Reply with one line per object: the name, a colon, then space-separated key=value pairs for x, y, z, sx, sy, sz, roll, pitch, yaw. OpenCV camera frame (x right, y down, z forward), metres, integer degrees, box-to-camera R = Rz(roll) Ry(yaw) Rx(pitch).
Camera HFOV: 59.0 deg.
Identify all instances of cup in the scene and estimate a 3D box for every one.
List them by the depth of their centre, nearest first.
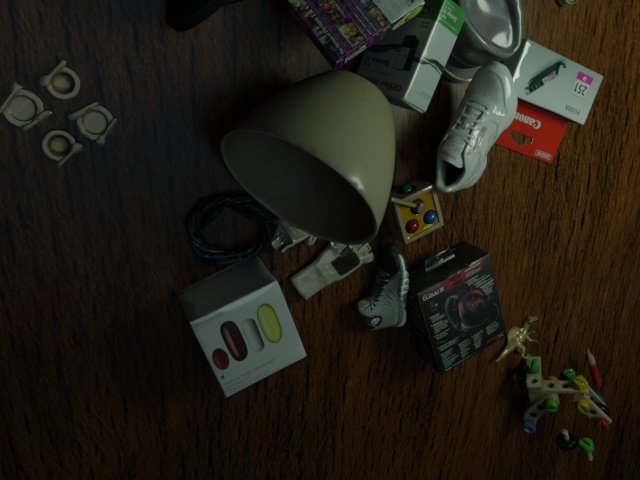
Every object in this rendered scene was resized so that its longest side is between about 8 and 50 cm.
cup: x=0.012 y=-0.181 z=1.080 sx=0.331 sy=0.331 sz=0.237 roll=43 pitch=67 yaw=-30

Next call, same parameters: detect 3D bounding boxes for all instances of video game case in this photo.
video game case: x=0.042 y=-0.465 z=1.051 sx=0.210 sy=0.042 sz=0.232 roll=-37 pitch=85 yaw=-9

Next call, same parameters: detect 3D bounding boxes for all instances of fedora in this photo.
fedora: x=0.344 y=-0.468 z=1.206 sx=0.244 sy=0.124 sz=0.275 roll=-41 pitch=120 yaw=-5

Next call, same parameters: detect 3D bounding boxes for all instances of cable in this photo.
cable: x=-0.181 y=-0.025 z=1.180 sx=0.185 sy=0.047 sz=0.150 roll=-11 pitch=106 yaw=-12

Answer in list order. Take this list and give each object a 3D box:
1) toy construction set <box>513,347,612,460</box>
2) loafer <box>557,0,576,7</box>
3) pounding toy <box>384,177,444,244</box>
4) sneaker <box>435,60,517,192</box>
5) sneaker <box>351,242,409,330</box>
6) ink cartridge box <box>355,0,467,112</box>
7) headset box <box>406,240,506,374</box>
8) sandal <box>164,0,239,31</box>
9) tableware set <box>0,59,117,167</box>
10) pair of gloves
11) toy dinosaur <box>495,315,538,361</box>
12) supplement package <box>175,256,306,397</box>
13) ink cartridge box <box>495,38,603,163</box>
toy construction set: x=0.711 y=0.419 z=1.657 sx=0.309 sy=0.257 sz=0.237 roll=-36 pitch=113 yaw=-33
loafer: x=0.567 y=-0.609 z=1.297 sx=0.056 sy=0.050 sz=0.148 roll=-30 pitch=118 yaw=-11
pounding toy: x=0.206 y=-0.074 z=1.302 sx=0.130 sy=0.100 sz=0.141 roll=-27 pitch=117 yaw=-14
sneaker: x=0.335 y=-0.235 z=1.241 sx=0.152 sy=0.114 sz=0.305 roll=-27 pitch=138 yaw=-48
sneaker: x=0.137 y=0.123 z=1.355 sx=0.132 sy=0.086 sz=0.228 roll=-14 pitch=115 yaw=-17
ink cartridge box: x=0.174 y=-0.380 z=1.137 sx=0.087 sy=0.153 sz=0.208 roll=11 pitch=104 yaw=-47
headset box: x=0.333 y=0.158 z=1.438 sx=0.218 sy=0.110 sz=0.293 roll=-28 pitch=118 yaw=-13
sandal: x=-0.100 y=-0.527 z=0.972 sx=0.445 sy=0.167 sz=0.107 roll=-53 pitch=138 yaw=2
tableware set: x=-0.458 y=-0.220 z=0.996 sx=0.141 sy=0.020 sz=0.168 roll=-41 pitch=119 yaw=-6
pair of gloves: x=0.000 y=0.000 z=1.271 sx=0.204 sy=0.042 sz=0.240 roll=-31 pitch=117 yaw=-11
toy dinosaur: x=0.570 y=0.298 z=1.641 sx=0.092 sy=0.053 sz=0.183 roll=45 pitch=79 yaw=-15
supplement package: x=-0.167 y=0.178 z=1.199 sx=0.194 sy=0.149 sz=0.203 roll=-26 pitch=118 yaw=-14
ink cartridge box: x=0.537 y=-0.329 z=1.383 sx=0.275 sy=0.060 sz=0.238 roll=12 pitch=102 yaw=-27
